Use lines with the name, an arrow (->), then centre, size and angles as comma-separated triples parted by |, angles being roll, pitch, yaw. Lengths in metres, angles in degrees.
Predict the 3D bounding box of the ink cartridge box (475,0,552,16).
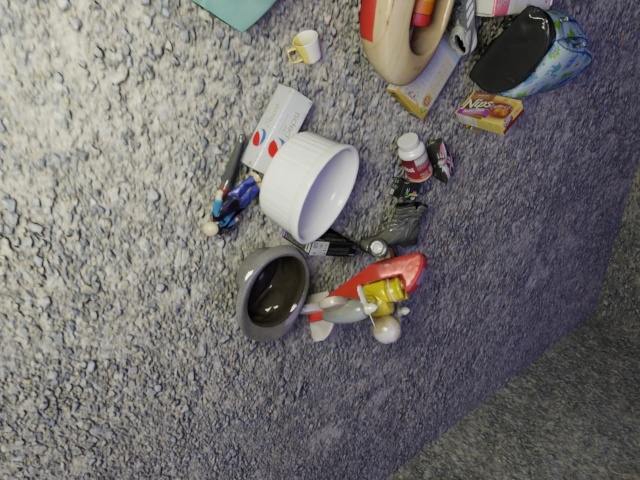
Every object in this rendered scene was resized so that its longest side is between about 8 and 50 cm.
ink cartridge box -> 0.573, -0.786, 1.523 | 0.283, 0.117, 0.207 | -20, 126, -32

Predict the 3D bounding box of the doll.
doll -> -0.217, -0.086, 1.250 | 0.189, 0.046, 0.129 | -48, 152, -11

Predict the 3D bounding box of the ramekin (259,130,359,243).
ramekin -> -0.031, -0.141, 1.311 | 0.277, 0.135, 0.277 | -50, 159, -28

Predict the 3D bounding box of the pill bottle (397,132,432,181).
pill bottle -> 0.294, -0.262, 1.617 | 0.086, 0.086, 0.152 | -44, 135, -12

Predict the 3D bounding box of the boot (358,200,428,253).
boot -> 0.236, -0.051, 1.680 | 0.247, 0.083, 0.161 | -13, 127, -31

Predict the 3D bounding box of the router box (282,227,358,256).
router box -> 0.000, 0.000, 1.482 | 0.179, 0.133, 0.046 | 4, 110, -42

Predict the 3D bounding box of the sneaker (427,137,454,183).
sneaker -> 0.412, -0.282, 1.734 | 0.077, 0.072, 0.178 | -52, 146, -22

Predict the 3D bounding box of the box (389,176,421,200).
box -> 0.277, -0.168, 1.683 | 0.083, 0.052, 0.062 | 1, 114, -41

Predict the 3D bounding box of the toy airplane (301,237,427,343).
toy airplane -> 0.129, 0.205, 1.564 | 0.387, 0.272, 0.384 | -21, 156, -29

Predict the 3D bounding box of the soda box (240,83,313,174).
soda box -> -0.110, -0.270, 1.273 | 0.074, 0.069, 0.216 | 22, 98, -46

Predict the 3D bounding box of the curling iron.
curling iron -> -0.225, -0.132, 1.279 | 0.068, 0.035, 0.273 | -6, 119, -43

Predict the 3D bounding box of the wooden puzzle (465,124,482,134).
wooden puzzle -> 0.554, -0.412, 1.808 | 0.116, 0.014, 0.078 | 12, 110, -44

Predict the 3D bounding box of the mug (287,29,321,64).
mug -> -0.035, -0.462, 1.243 | 0.064, 0.078, 0.062 | 61, 38, -52

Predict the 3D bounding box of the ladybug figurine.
ladybug figurine -> 0.214, -0.616, 1.258 | 0.305, 0.162, 0.448 | -19, 131, -50

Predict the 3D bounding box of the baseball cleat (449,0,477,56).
baseball cleat -> 0.400, -0.631, 1.461 | 0.109, 0.072, 0.205 | -43, 119, -43

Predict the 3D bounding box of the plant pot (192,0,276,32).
plant pot -> -0.155, -0.548, 1.008 | 0.166, 0.165, 0.234 | 18, 110, -45

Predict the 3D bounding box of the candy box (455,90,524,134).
candy box -> 0.546, -0.418, 1.670 | 0.109, 0.187, 0.053 | -48, 135, -7

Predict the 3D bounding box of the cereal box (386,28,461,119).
cereal box -> 0.310, -0.502, 1.515 | 0.173, 0.047, 0.240 | 28, 94, -47

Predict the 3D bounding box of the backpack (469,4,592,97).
backpack -> 0.703, -0.600, 1.654 | 0.356, 0.273, 0.290 | -37, 172, -44

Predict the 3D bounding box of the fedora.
fedora -> -0.154, 0.130, 1.432 | 0.244, 0.124, 0.275 | 4, 105, -44
